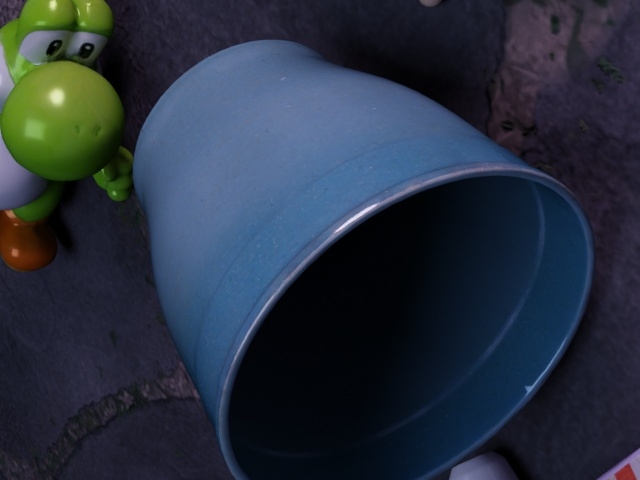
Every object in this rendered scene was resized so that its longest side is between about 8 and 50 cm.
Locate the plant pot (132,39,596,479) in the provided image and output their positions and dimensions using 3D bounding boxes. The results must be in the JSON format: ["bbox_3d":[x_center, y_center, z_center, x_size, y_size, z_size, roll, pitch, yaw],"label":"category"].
[{"bbox_3d":[0.000,0.000,0.829,0.255,0.272,0.271,49,141,42],"label":"plant pot"}]

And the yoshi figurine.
[{"bbox_3d":[-0.291,-0.082,1.176,0.203,0.203,0.362,43,136,3],"label":"yoshi figurine"}]

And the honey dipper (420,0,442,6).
[{"bbox_3d":[0.119,-0.177,0.773,0.161,0.030,0.030,-10,101,55],"label":"honey dipper"}]

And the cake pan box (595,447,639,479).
[{"bbox_3d":[0.272,0.259,0.786,0.267,0.070,0.245,53,142,16],"label":"cake pan box"}]

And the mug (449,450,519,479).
[{"bbox_3d":[0.125,0.201,0.931,0.078,0.062,0.064,-37,72,44],"label":"mug"}]
